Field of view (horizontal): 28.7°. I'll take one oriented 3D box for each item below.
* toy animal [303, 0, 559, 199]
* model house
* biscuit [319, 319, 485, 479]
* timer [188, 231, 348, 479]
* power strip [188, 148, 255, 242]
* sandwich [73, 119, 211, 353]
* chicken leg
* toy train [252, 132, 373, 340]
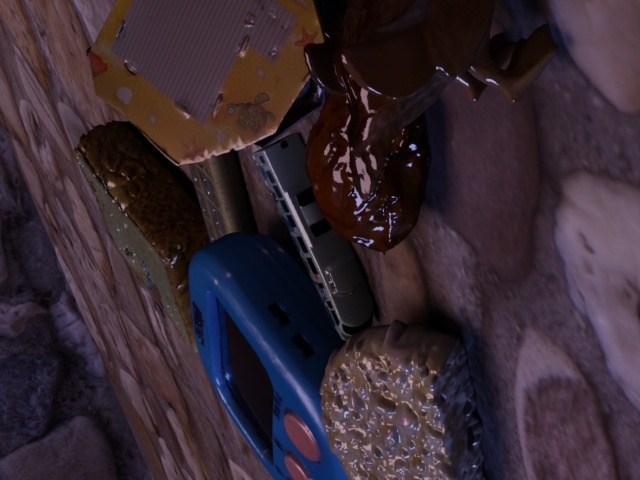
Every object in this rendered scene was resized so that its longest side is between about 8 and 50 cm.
[{"bbox_3d":[0.037,-0.125,0.708,0.179,0.188,0.089,32,170,-25],"label":"toy animal"},{"bbox_3d":[-0.058,-0.166,1.047,0.219,0.136,0.207,37,113,25],"label":"model house"},{"bbox_3d":[0.074,0.172,1.139,0.179,0.084,0.281,28,140,35],"label":"biscuit"},{"bbox_3d":[-0.032,0.159,1.404,0.309,0.115,0.340,50,159,25],"label":"timer"},{"bbox_3d":[-0.120,-0.070,1.443,0.092,0.034,0.268,44,155,45],"label":"power strip"},{"bbox_3d":[-0.214,-0.004,1.706,0.273,0.095,0.249,48,161,36],"label":"sandwich"},{"bbox_3d":[0.035,-0.110,0.895,0.304,0.093,0.113,90,159,-48],"label":"chicken leg"},{"bbox_3d":[0.000,0.000,1.202,0.208,0.043,0.047,65,158,-10],"label":"toy train"}]
